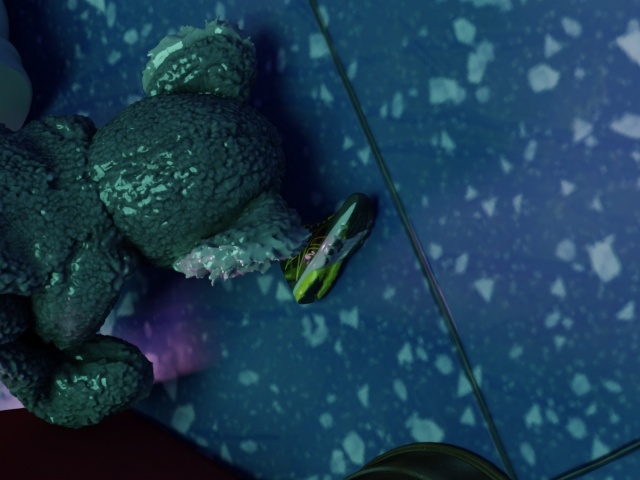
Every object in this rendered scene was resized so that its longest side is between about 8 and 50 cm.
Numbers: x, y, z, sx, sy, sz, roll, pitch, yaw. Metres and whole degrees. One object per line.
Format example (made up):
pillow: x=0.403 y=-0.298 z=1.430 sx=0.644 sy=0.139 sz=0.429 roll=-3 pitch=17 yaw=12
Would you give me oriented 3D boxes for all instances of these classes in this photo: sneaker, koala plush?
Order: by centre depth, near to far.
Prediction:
sneaker: x=0.000 y=0.000 z=1.096 sx=0.035 sy=0.031 sz=0.083 roll=49 pitch=121 yaw=26
koala plush: x=-0.118 y=-0.020 z=1.103 sx=0.221 sy=0.203 sz=0.196 roll=-20 pitch=63 yaw=16

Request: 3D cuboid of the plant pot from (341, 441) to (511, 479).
plant pot: x=0.021 y=0.206 z=1.012 sx=0.167 sy=0.165 sz=0.167 roll=4 pitch=96 yaw=38

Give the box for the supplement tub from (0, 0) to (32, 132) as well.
supplement tub: x=-0.331 y=-0.172 z=1.247 sx=0.191 sy=0.191 sz=0.272 roll=-45 pitch=67 yaw=32

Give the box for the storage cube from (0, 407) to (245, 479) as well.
storage cube: x=-0.161 y=0.221 z=1.134 sx=0.193 sy=0.215 sz=0.184 roll=25 pitch=110 yaw=41
